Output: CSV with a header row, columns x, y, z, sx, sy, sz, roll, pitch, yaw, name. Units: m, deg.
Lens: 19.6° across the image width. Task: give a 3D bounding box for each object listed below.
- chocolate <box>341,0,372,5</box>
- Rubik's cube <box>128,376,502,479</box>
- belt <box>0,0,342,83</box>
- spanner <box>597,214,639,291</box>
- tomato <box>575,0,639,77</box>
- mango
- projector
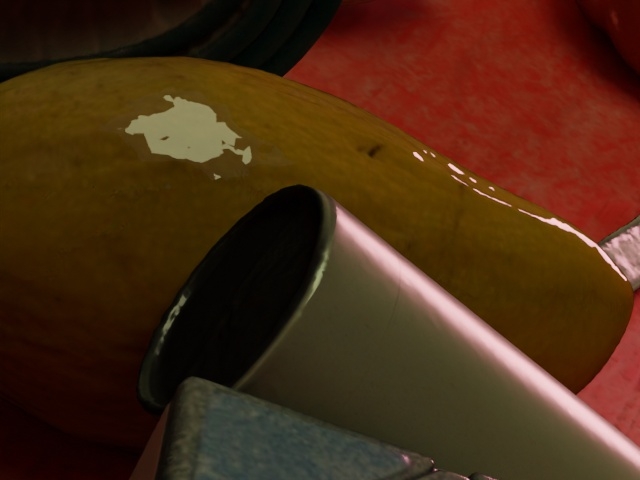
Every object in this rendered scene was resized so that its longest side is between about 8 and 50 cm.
x,y,z,sx,sy,sz,roll,pitch,yaw,name
-0.031,-0.213,1.154,0.309,0.134,0.134,-3,47,-35,chocolate
0.001,0.206,0.616,0.205,0.207,0.205,22,36,-12,Rubik's cube
-0.197,-0.195,0.884,0.436,0.300,0.173,13,37,-16,belt
0.165,0.019,1.086,0.302,0.017,0.071,-24,79,-48,spanner
0.305,-0.199,1.318,0.259,0.180,0.260,11,38,-9,tomato
-0.031,0.023,0.826,0.331,0.195,0.142,22,40,-28,mango
0.086,0.117,0.735,0.337,0.108,0.108,38,32,-23,projector
